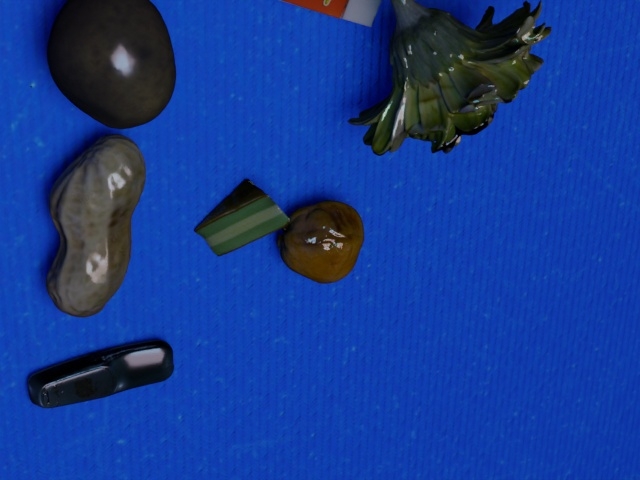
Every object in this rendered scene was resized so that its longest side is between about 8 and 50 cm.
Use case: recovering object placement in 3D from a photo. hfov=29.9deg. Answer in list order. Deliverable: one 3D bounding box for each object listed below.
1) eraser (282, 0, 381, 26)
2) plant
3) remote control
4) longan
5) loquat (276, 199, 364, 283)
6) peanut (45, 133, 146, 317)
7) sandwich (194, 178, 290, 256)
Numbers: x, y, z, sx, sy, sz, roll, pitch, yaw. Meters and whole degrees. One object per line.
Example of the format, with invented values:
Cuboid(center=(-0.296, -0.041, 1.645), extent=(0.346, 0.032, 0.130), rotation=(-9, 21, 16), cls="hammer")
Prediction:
Cuboid(center=(-0.002, -0.402, 1.676), extent=(0.230, 0.038, 0.157), rotation=(10, 108, -32), cls="eraser")
Cuboid(center=(0.175, -0.257, 1.674), extent=(0.306, 0.261, 0.297), rotation=(-34, 137, -5), cls="plant")
Cuboid(center=(-0.325, 0.201, 1.793), extent=(0.222, 0.042, 0.072), rotation=(-13, 121, -22), cls="remote control")
Cuboid(center=(-0.265, -0.234, 1.539), extent=(0.167, 0.167, 0.187), rotation=(-37, 117, -8), cls="longan")
Cuboid(center=(0.000, 0.000, 1.834), extent=(0.137, 0.113, 0.137), rotation=(-7, 137, -6), cls="loquat")
Cuboid(center=(-0.316, -0.016, 1.652), extent=(0.125, 0.111, 0.274), rotation=(5, 110, -25), cls="peanut")
Cuboid(center=(-0.117, -0.022, 1.776), extent=(0.116, 0.074, 0.074), rotation=(-44, 125, -3), cls="sandwich")
